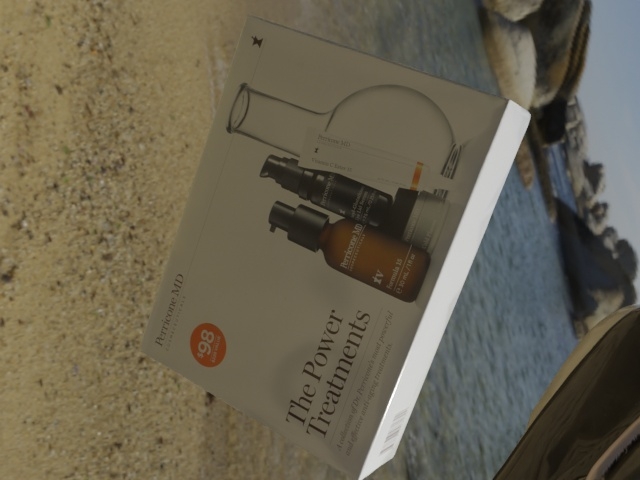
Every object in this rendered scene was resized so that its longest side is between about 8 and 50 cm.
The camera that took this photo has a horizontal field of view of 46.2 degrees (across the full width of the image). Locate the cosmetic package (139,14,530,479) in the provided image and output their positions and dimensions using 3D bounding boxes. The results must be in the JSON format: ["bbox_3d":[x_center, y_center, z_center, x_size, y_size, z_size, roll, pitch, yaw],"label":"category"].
[{"bbox_3d":[0.000,0.000,0.755,0.097,0.284,0.377,0,112,-62],"label":"cosmetic package"}]

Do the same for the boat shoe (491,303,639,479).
[{"bbox_3d":[0.085,0.160,0.278,0.112,0.335,0.095,39,-13,-10],"label":"boat shoe"}]
